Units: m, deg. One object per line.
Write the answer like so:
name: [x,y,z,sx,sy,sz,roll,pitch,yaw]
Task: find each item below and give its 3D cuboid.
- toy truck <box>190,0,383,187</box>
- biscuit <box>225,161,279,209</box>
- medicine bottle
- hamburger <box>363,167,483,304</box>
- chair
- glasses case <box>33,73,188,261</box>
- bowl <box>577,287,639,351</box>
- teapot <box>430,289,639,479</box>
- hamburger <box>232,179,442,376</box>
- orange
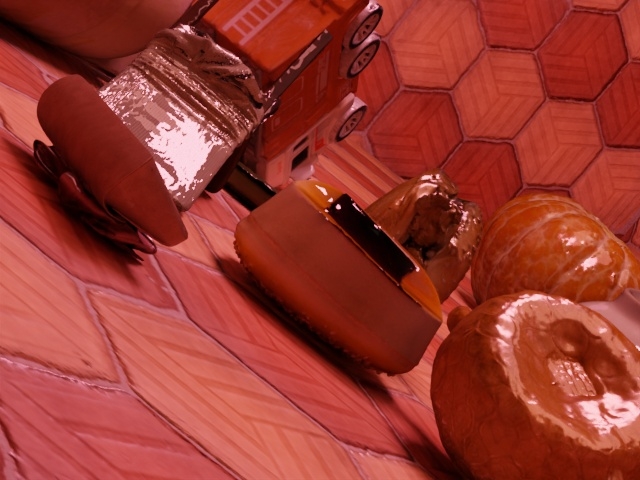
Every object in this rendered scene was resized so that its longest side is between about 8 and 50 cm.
toy truck: [-0.058,-0.212,2.015,0.173,0.207,0.387,41,-19,14]
biscuit: [0.000,0.000,1.905,0.322,0.038,0.099,37,4,-8]
medicine bottle: [-0.272,-0.334,1.807,0.236,0.235,0.406,42,8,26]
hamburger: [0.082,0.014,1.661,0.122,0.189,0.215,48,4,-4]
chair: [-0.141,-0.131,1.666,0.160,0.319,0.186,41,-37,-4]
glasses case: [-0.171,-0.044,1.241,0.193,0.070,0.102,45,-19,54]
bowl: [0.416,0.180,2.004,0.354,0.185,0.354,25,11,-5]
teapot: [0.184,0.168,1.370,0.203,0.167,0.311,3,47,-30]
hamburger: [0.016,0.038,1.476,0.210,0.116,0.173,43,15,-4]
orange: [0.400,0.075,2.651,0.329,0.249,0.329,36,15,-12]
